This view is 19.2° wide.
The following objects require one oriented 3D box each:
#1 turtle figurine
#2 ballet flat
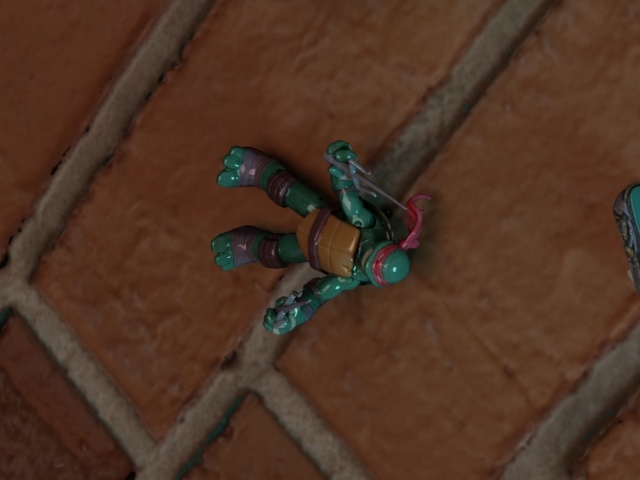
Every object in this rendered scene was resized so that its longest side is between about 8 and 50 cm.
[{"bbox_3d":[0.000,0.000,1.632,0.234,0.118,0.175,22,94,47],"label":"turtle figurine"},{"bbox_3d":[0.259,0.012,1.502,0.041,0.041,0.114,-16,87,36],"label":"ballet flat"}]
